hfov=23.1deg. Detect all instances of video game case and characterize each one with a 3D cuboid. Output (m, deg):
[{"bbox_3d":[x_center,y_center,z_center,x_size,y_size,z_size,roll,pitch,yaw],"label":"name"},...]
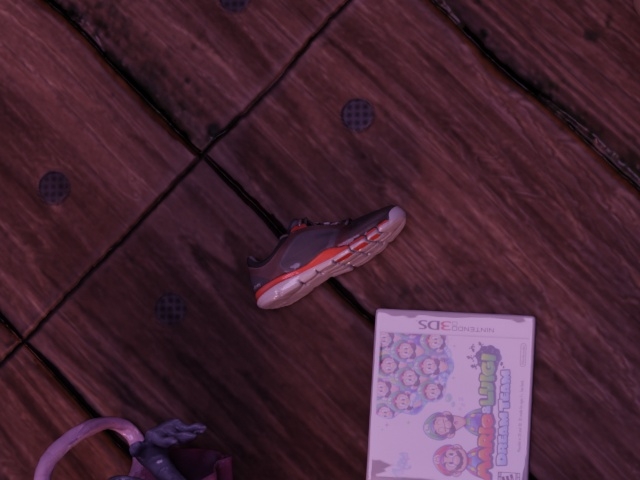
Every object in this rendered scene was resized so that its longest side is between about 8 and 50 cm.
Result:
[{"bbox_3d":[0.115,0.141,1.384,0.143,0.019,0.157,2,84,12],"label":"video game case"}]

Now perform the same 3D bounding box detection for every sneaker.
[{"bbox_3d":[0.000,0.000,1.406,0.158,0.061,0.065,-29,72,7],"label":"sneaker"}]

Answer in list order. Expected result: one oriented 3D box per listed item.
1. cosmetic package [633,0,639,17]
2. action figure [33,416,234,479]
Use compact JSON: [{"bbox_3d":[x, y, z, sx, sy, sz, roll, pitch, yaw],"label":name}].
[{"bbox_3d":[0.446,-0.247,1.271,0.365,0.197,0.155,-29,79,9],"label":"cosmetic package"},{"bbox_3d":[-0.134,0.360,1.325,0.276,0.248,0.370,5,112,45],"label":"action figure"}]
